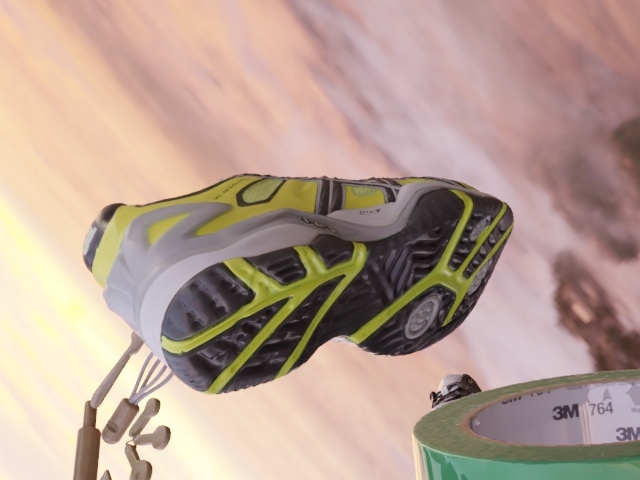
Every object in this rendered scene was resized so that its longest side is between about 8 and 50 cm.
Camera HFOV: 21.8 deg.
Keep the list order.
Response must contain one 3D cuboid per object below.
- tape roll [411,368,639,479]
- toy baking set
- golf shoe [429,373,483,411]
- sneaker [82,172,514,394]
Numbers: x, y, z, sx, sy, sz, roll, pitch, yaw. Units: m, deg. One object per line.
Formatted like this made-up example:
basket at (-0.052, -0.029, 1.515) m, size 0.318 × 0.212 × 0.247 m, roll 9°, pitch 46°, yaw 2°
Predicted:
tape roll at (0.238, 0.176, 1.372) m, size 0.321 × 0.321 × 0.077 m, roll -161°, pitch 63°, yaw -76°
toy baking set at (-0.231, 0.220, 1.980) m, size 0.030 × 0.197 × 0.256 m, roll 27°, pitch -135°, yaw -34°
golf shoe at (0.138, 0.184, 1.753) m, size 0.094 × 0.077 × 0.198 m, roll 66°, pitch -171°, yaw 21°
sneaker at (0.000, 0.000, 1.196) m, size 0.147 × 0.145 × 0.385 m, roll 36°, pitch -156°, yaw 32°
